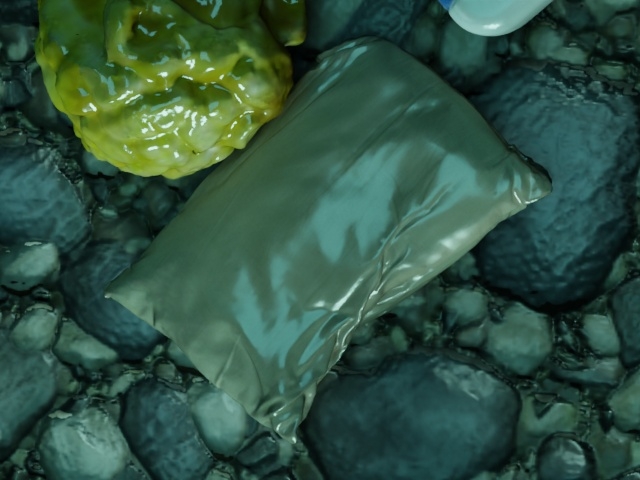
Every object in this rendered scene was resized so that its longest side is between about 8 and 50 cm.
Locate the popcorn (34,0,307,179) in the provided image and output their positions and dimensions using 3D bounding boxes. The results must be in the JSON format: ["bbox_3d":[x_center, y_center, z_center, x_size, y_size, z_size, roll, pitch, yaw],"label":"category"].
[{"bbox_3d":[-0.095,-0.129,1.235,0.180,0.170,0.180,6,63,-12],"label":"popcorn"}]

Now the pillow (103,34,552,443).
[{"bbox_3d":[0.000,0.000,1.257,0.173,0.067,0.270,47,106,14],"label":"pillow"}]

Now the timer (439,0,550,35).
[{"bbox_3d":[0.142,-0.260,1.181,0.253,0.078,0.178,-39,85,18],"label":"timer"}]
